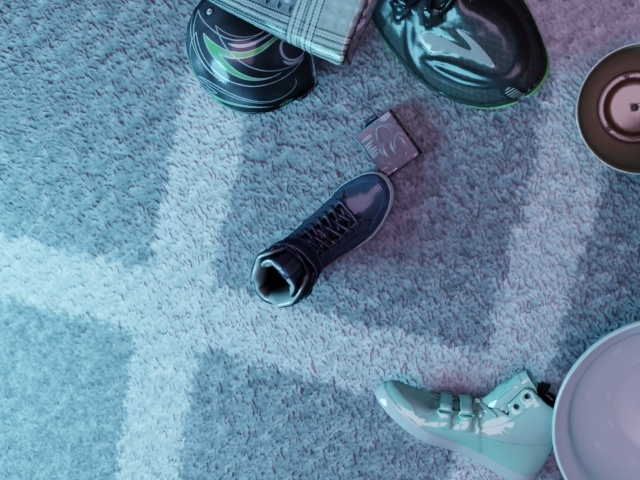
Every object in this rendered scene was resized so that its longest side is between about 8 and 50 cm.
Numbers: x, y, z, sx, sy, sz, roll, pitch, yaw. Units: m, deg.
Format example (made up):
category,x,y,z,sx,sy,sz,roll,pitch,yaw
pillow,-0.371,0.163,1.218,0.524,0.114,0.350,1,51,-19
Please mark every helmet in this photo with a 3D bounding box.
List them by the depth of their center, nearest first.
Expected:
category,x,y,z,sx,sy,sz,roll,pitch,yaw
helmet,-0.095,-0.252,1.310,0.161,0.169,0.169,-14,96,-1

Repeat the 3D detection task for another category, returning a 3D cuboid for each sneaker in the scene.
category,x,y,z,sx,sy,sz,roll,pitch,yaw
sneaker,0.104,-0.361,1.232,0.185,0.202,0.483,-38,90,14
sneaker,0.001,0.002,1.319,0.226,0.163,0.086,-43,88,18
sneaker,0.212,0.217,1.356,0.255,0.094,0.151,26,108,-4

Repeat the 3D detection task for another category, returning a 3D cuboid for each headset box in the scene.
category,x,y,z,sx,sy,sz,roll,pitch,yaw
headset box,0.091,-0.135,1.357,0.062,0.032,0.083,-35,93,14

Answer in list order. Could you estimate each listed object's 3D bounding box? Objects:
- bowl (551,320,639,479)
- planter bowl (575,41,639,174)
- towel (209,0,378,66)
category,x,y,z,sx,sy,sz,roll,pitch,yaw
bowl,0.452,0.229,1.294,0.297,0.134,0.298,2,100,10
planter bowl,0.404,-0.168,1.254,0.162,0.109,0.162,1,98,10
towel,-0.034,-0.408,1.152,0.312,0.056,0.324,33,112,25
